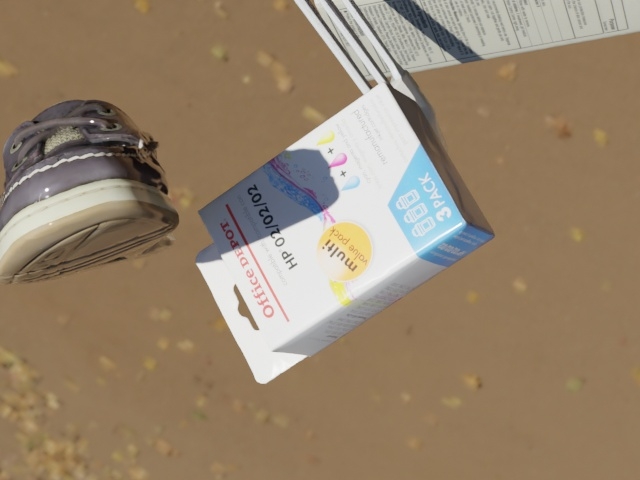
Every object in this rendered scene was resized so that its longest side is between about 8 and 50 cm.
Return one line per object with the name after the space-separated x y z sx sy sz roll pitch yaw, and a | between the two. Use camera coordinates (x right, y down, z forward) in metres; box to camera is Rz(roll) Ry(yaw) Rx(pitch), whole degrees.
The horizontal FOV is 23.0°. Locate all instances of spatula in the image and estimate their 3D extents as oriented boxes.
0.036 -0.146 1.278 0.019 0.168 0.242 -32 106 20 | spatula

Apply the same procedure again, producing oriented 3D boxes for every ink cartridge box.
0.000 0.000 0.964 0.104 0.181 0.061 61 -163 18 | ink cartridge box

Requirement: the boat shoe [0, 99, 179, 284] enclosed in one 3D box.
-0.133 -0.031 0.865 0.285 0.102 0.092 105 148 -88 | boat shoe

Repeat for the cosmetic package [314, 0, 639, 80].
0.153 -0.257 1.458 0.296 0.129 0.153 -8 153 14 | cosmetic package
